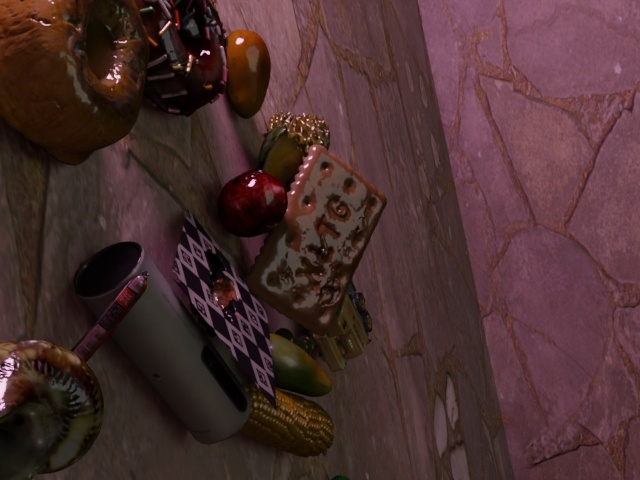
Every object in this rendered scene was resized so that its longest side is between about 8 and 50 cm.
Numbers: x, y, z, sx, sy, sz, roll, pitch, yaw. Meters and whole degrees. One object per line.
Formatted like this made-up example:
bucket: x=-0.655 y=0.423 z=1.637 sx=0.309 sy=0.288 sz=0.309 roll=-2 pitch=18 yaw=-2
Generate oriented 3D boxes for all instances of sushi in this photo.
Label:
sushi: x=-0.164 y=0.105 z=1.236 sx=0.264 sy=0.050 sz=0.290 roll=56 pitch=8 yaw=-22

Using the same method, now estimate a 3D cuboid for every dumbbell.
dumbbell: x=-0.054 y=0.205 z=1.561 sx=0.046 sy=0.052 sz=0.118 roll=46 pitch=8 yaw=28

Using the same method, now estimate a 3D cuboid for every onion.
onion: x=-0.119 y=-0.065 z=1.415 sx=0.131 sy=0.131 sz=0.131 roll=-10 pitch=90 yaw=-67

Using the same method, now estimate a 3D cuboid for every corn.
corn: x=-0.073 y=0.316 z=1.413 sx=0.305 sy=0.106 sz=0.106 roll=40 pitch=45 yaw=-53

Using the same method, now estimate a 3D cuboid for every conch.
conch: x=-0.327 y=0.195 z=0.851 sx=0.187 sy=0.124 sz=0.181 roll=-56 pitch=146 yaw=-27

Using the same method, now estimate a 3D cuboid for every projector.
projector: x=-0.216 y=0.154 z=1.134 sx=0.108 sy=0.108 sz=0.337 roll=-75 pitch=146 yaw=-45

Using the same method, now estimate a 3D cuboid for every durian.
durian: x=-0.039 y=-0.225 z=1.662 sx=0.119 sy=0.108 sz=0.186 roll=28 pitch=38 yaw=-45

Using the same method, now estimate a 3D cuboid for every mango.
mango: x=-0.143 y=-0.322 z=1.527 sx=0.111 sy=0.090 sz=0.163 roll=-38 pitch=126 yaw=-52
mango: x=-0.065 y=0.229 z=1.443 sx=0.191 sy=0.122 sz=0.085 roll=45 pitch=68 yaw=-45

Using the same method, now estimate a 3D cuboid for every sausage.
sausage: x=-0.278 y=0.116 z=0.983 sx=0.028 sy=0.025 sz=0.198 roll=41 pitch=79 yaw=-17

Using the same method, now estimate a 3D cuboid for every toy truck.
toy truck: x=0.013 y=0.137 z=1.647 sx=0.157 sy=0.124 sz=0.272 roll=-70 pitch=143 yaw=-58

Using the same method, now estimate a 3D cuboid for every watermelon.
watermelon: x=-0.052 y=-0.107 z=1.593 sx=0.301 sy=0.129 sz=0.123 roll=51 pitch=33 yaw=-45

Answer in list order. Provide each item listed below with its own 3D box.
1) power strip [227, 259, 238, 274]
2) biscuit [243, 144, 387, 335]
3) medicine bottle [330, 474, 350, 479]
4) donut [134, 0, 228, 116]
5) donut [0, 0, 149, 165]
power strip: x=-0.157 y=0.078 z=1.417 sx=0.040 sy=0.016 sz=0.090 roll=-60 pitch=134 yaw=-56
biscuit: x=0.000 y=0.000 z=1.517 sx=0.217 sy=0.044 sz=0.324 roll=37 pitch=69 yaw=-30
medicine bottle: x=0.013 y=0.575 z=1.554 sx=0.260 sy=0.064 sz=0.095 roll=-68 pitch=142 yaw=-53
donut: x=-0.237 y=-0.333 z=1.291 sx=0.270 sy=0.103 sz=0.269 roll=-12 pitch=90 yaw=-68
donut: x=-0.321 y=-0.236 z=1.020 sx=0.208 sy=0.128 sz=0.261 roll=40 pitch=43 yaw=-56
